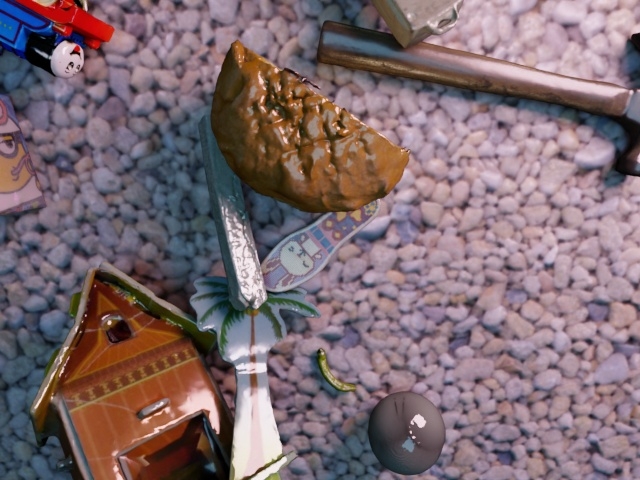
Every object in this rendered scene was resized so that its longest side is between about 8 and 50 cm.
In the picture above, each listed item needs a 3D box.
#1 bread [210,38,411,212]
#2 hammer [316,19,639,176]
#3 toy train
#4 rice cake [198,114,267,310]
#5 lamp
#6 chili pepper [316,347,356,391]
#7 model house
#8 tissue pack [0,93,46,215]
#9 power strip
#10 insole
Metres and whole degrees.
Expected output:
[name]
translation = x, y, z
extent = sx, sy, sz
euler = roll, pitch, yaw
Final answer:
[bread]
translation = -0.019, -0.112, 0.512
extent = 0.229, 0.143, 0.139
euler = 32, 110, -1
[hammer]
translation = 0.213, -0.198, 0.530
extent = 0.441, 0.044, 0.168
euler = 10, 102, -1
[toy train]
translation = -0.368, -0.268, 0.510
extent = 0.204, 0.082, 0.131
euler = 28, 100, -2
[rice cake]
translation = -0.111, -0.034, 0.536
extent = 0.042, 0.045, 0.245
euler = -9, 82, -33
[lamp]
translation = 0.116, 0.259, 0.589
extent = 0.105, 0.105, 0.105
euler = 0, 101, 1
[chili pepper]
translation = 0.018, 0.189, 0.621
extent = 0.030, 0.017, 0.083
euler = -32, 98, 5
[model house]
translation = -0.186, 0.199, 0.579
extent = 0.323, 0.340, 0.300
euler = 56, 138, 18
[tissue pack]
translation = -0.416, -0.101, 0.525
extent = 0.065, 0.115, 0.154
euler = -10, 101, 6
[power strip]
translation = 0.064, -0.336, 0.481
extent = 0.078, 0.052, 0.272
euler = -32, 89, 1
[insole]
translation = 0.000, 0.000, 0.575
extent = 0.197, 0.004, 0.065
euler = -38, 92, -2
